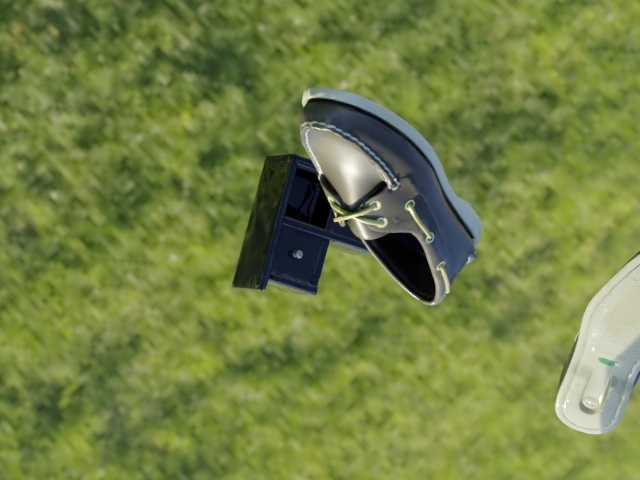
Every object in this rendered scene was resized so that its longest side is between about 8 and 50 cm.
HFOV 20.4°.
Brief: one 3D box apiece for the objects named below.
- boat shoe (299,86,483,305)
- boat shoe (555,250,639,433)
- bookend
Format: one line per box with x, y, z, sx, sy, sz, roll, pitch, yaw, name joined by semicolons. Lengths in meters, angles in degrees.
0.047;-0.028;1.267;0.228;0.081;0.068;44;63;-48;boat shoe
0.275;0.073;1.597;0.079;0.084;0.233;-61;175;-47;boat shoe
0.000;0.000;2.001;0.156;0.072;0.157;19;82;-26;bookend
